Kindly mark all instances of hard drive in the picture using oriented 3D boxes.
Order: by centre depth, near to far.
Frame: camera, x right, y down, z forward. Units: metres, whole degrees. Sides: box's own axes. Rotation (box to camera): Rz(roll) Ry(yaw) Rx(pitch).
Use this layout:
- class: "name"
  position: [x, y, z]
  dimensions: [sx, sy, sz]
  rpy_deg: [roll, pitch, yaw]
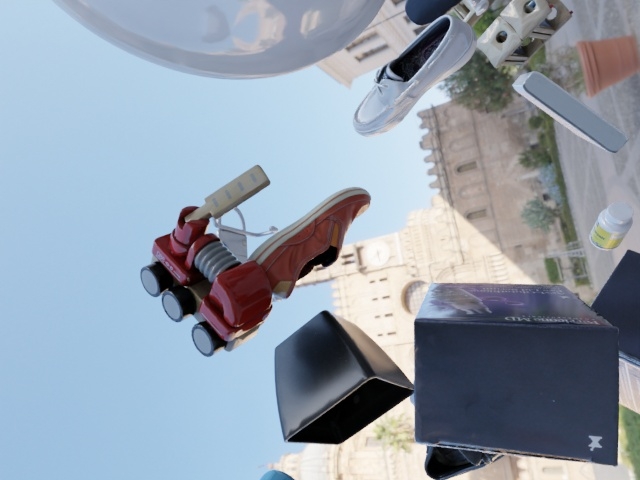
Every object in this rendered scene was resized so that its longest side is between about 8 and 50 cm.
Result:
- class: "hard drive"
  position: [0.491, -0.269, 0.942]
  dimensions: [0.203, 0.040, 0.307]
  rpy_deg: [38, -154, 4]

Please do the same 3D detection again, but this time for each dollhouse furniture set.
- class: "dollhouse furniture set"
  position: [0.345, -0.440, 0.870]
  dimensions: [0.129, 0.129, 0.183]
  rpy_deg: [-21, -108, -45]

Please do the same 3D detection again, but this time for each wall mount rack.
- class: "wall mount rack"
  position: [-0.221, 0.050, 1.196]
  dimensions: [0.304, 0.131, 0.350]
  rpy_deg: [17, -115, -58]

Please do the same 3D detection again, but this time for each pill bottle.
- class: "pill bottle"
  position: [0.635, -0.033, 1.004]
  dimensions: [0.116, 0.065, 0.065]
  rpy_deg: [66, -157, -57]

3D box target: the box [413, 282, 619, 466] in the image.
- class: "box"
  position: [0.176, 0.109, 0.449]
  dimensions: [0.207, 0.153, 0.108]
  rpy_deg: [-12, -79, -73]

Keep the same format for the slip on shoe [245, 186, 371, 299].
- class: "slip on shoe"
  position: [0.000, 0.000, 0.864]
  dimensions: [0.101, 0.123, 0.331]
  rpy_deg: [43, -133, 9]

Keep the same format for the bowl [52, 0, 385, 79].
- class: "bowl"
  position: [-0.055, -0.264, 0.275]
  dimensions: [0.298, 0.134, 0.297]
  rpy_deg: [2, -97, -19]

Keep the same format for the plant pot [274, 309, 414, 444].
- class: "plant pot"
  position: [0.024, 0.238, 0.825]
  dimensions: [0.187, 0.188, 0.167]
  rpy_deg: [35, -162, -50]

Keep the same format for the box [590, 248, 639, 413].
- class: "box"
  position: [0.596, 0.197, 0.710]
  dimensions: [0.182, 0.294, 0.296]
  rpy_deg: [-53, -47, -10]

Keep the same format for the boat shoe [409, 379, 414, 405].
- class: "boat shoe"
  position: [0.328, 0.327, 1.202]
  dimensions: [0.105, 0.113, 0.306]
  rpy_deg: [42, -139, -8]

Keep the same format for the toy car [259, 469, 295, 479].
- class: "toy car"
  position: [-0.183, 0.407, 0.622]
  dimensions: [0.219, 0.238, 0.210]
  rpy_deg: [-38, -34, -57]

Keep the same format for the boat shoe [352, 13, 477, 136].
- class: "boat shoe"
  position: [0.099, -0.196, 0.562]
  dimensions: [0.063, 0.184, 0.066]
  rpy_deg: [10, -120, -46]

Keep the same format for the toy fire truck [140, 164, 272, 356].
- class: "toy fire truck"
  position: [-0.151, 0.022, 0.739]
  dimensions: [0.217, 0.246, 0.158]
  rpy_deg: [42, -140, 19]

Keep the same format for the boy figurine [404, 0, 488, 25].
- class: "boy figurine"
  position: [0.183, -0.392, 0.615]
  dimensions: [0.177, 0.092, 0.285]
  rpy_deg: [51, -126, -22]

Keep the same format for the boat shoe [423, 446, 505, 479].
- class: "boat shoe"
  position: [0.297, 0.388, 0.902]
  dimensions: [0.127, 0.340, 0.113]
  rpy_deg: [42, -132, 7]
